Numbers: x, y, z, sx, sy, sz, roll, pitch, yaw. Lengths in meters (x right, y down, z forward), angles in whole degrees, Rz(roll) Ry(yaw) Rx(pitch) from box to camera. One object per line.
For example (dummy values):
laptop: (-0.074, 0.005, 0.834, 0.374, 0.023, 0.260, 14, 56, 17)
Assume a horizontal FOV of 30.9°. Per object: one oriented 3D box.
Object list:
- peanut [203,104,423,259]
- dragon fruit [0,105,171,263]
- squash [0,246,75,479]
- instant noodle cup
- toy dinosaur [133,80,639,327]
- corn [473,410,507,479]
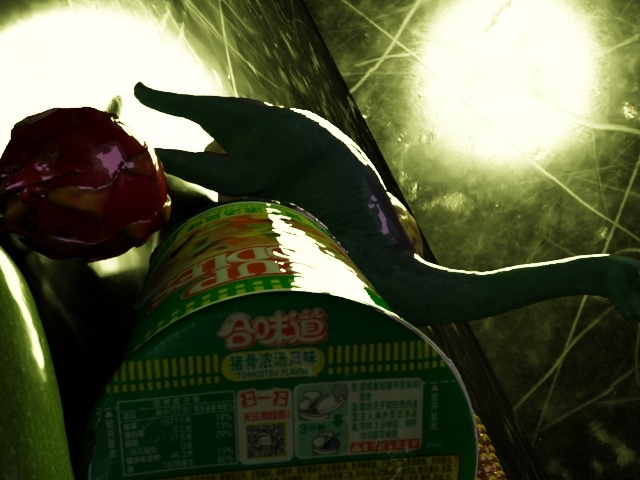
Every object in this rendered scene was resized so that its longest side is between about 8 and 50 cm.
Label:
peanut: (0.009, -0.003, 1.133, 0.291, 0.159, 0.143, 59, -14, -18)
dragon fruit: (-0.152, -0.032, 0.647, 0.094, 0.094, 0.190, 64, 22, 9)
squash: (-0.116, 0.134, 0.371, 0.101, 0.101, 0.379, 49, 19, -50)
instant noodle cup: (-0.036, 0.081, 0.685, 0.207, 0.207, 0.233, 58, 3, -22)
toy dinosaur: (0.039, -0.046, 0.901, 0.129, 0.330, 0.383, 47, 20, -61)
corn: (0.138, 0.303, 1.071, 0.131, 0.131, 0.344, 44, 24, -59)
